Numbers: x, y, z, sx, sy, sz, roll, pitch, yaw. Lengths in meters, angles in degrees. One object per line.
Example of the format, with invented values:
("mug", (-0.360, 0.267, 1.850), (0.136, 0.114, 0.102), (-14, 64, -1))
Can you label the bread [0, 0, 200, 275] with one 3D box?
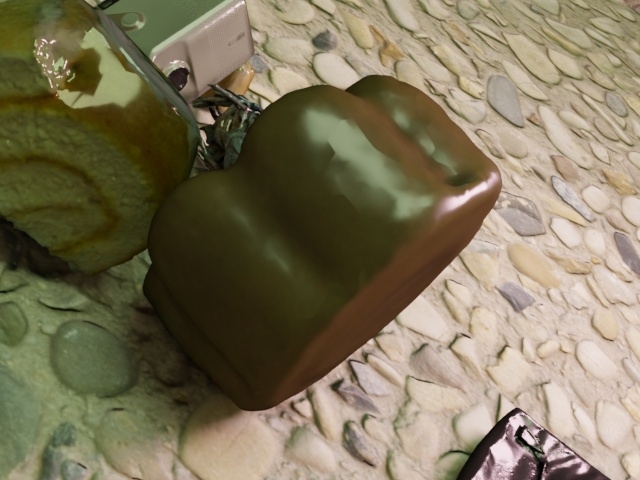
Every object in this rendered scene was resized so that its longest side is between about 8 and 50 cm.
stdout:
("bread", (-0.334, -0.175, 1.430), (0.395, 0.264, 0.239), (46, 20, -35))

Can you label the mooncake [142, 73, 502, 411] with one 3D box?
("mooncake", (0.000, 0.000, 1.460), (0.262, 0.467, 0.467), (49, 35, 14))

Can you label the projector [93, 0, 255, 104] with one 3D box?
("projector", (-0.250, -0.321, 1.814), (0.242, 0.163, 0.177), (-38, 58, -23))

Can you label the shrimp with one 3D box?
("shrimp", (-0.132, -0.173, 1.765), (0.137, 0.172, 0.372), (-10, 30, -30))

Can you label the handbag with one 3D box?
("handbag", (0.311, 0.382, 1.608), (0.244, 0.088, 0.275), (39, 37, 8))

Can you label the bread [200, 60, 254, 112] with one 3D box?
("bread", (-0.176, -0.291, 1.962), (0.125, 0.106, 0.082), (42, 16, 11))
